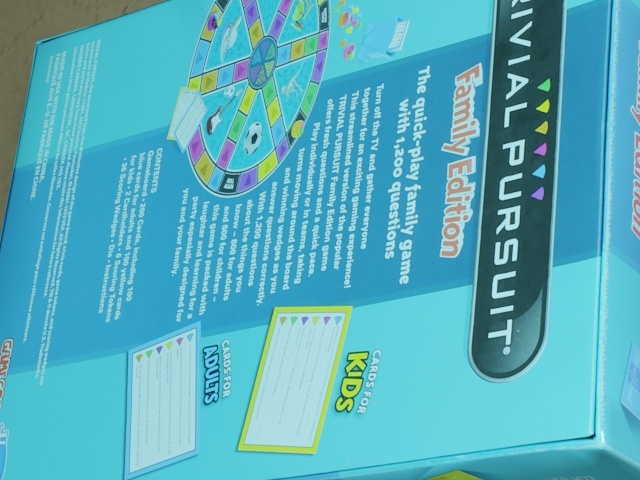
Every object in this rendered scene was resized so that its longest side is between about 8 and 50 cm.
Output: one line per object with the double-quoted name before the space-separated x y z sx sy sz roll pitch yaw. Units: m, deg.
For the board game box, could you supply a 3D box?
"board game box" 0.000 0.000 0.829 0.336 0.079 0.254 -12 60 36
